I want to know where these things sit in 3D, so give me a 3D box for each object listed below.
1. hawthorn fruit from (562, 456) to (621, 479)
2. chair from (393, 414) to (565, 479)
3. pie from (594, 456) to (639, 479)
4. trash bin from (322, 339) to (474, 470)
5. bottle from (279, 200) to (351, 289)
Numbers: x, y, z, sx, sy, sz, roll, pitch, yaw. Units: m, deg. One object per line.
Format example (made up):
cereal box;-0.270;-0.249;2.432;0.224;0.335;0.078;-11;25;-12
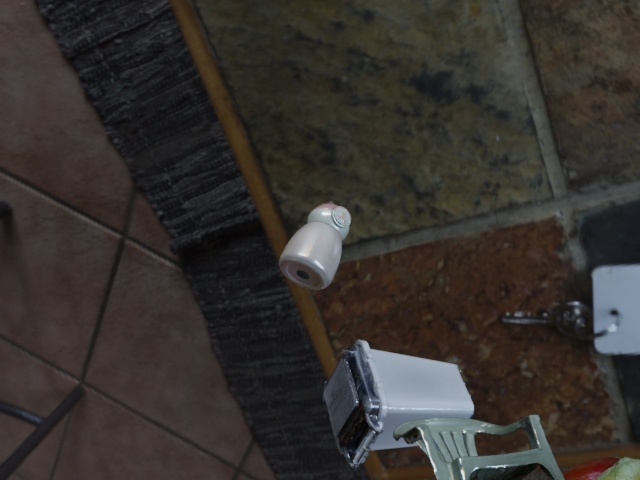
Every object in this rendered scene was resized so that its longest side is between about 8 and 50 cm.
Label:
hawthorn fruit;0.555;0.548;1.350;0.249;0.215;0.215;-13;109;0
chair;0.230;0.355;0.993;0.203;0.275;0.190;1;143;-15
pie;0.398;0.437;0.852;0.070;0.323;0.323;-7;113;53
trash bin;0.220;0.460;1.865;0.367;0.296;0.256;9;126;-22
bottle;0.000;0.000;1.796;0.147;0.236;0.147;20;149;12
